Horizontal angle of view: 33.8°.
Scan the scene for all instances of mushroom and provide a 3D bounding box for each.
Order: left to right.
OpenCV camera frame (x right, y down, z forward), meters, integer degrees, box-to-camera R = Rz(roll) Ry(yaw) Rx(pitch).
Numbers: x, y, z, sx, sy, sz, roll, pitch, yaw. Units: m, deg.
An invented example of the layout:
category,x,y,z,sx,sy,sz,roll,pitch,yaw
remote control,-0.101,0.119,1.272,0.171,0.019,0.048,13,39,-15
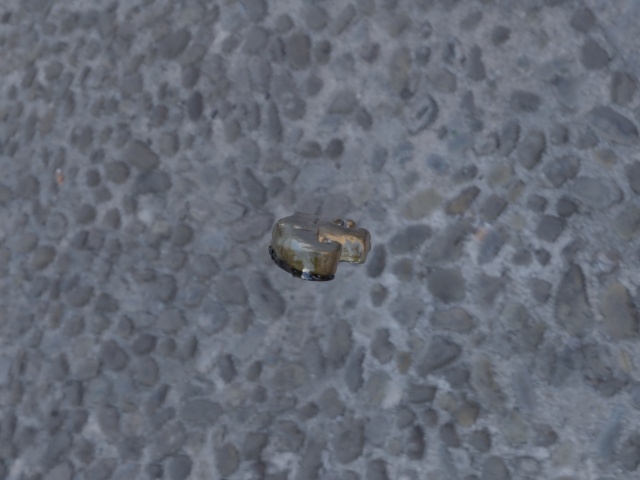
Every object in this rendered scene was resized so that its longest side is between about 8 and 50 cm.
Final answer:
category,x,y,z,sx,sy,sz,roll,pitch,yaw
mushroom,0.001,0.000,0.519,0.049,0.101,0.019,12,103,3
